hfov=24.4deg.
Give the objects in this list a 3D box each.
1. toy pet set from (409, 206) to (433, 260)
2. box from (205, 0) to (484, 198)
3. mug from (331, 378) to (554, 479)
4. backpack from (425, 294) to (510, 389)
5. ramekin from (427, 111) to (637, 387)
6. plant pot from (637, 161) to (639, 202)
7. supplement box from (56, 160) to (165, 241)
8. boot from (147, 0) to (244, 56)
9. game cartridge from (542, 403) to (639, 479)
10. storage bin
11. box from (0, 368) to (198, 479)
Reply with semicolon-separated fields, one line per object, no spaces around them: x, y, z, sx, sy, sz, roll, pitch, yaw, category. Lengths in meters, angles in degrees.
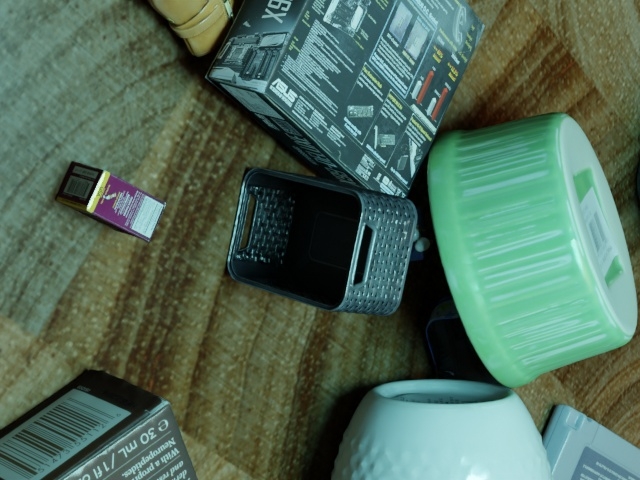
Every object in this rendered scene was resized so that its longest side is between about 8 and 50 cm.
0.083;0.021;1.648;0.065;0.122;0.114;31;36;-19;toy pet set
0.038;-0.198;1.528;0.307;0.076;0.242;37;75;-54;box
0.149;0.327;1.708;0.374;0.276;0.328;-16;107;-73;mug
0.182;0.117;1.772;0.084;0.105;0.114;-60;137;-45;backpack
0.246;0.002;1.663;0.303;0.148;0.303;51;30;-45;ramekin
0.546;-0.078;1.999;0.290;0.195;0.290;-13;110;-42;plant pot
-0.198;-0.037;1.397;0.083;0.055;0.043;31;80;-45;supplement box
-0.101;-0.288;1.420;0.197;0.073;0.152;-50;135;-19;boot
0.375;0.362;2.054;0.294;0.060;0.196;33;74;-43;game cartridge
0.000;0.000;1.507;0.084;0.180;0.122;8;96;-45;storage bin
-0.197;0.341;1.433;0.191;0.143;0.381;-36;123;-32;box
